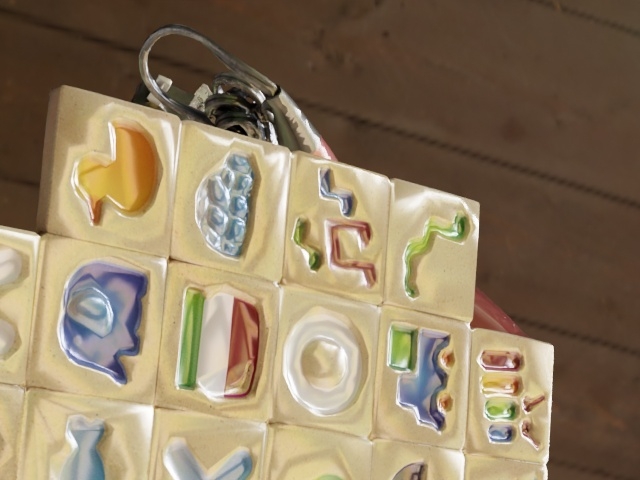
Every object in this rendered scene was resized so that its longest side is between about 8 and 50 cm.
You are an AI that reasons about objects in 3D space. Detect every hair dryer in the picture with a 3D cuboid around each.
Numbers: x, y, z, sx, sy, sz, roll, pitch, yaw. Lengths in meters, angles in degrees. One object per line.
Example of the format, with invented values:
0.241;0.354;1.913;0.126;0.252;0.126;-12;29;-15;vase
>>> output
0.000;0.000;0.970;0.293;0.223;0.080;36;-98;-8;hair dryer

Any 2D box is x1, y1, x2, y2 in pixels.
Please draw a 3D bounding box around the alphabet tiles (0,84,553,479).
-0.026;0.101;0.673;0.342;0.285;0.011;13;-14;-40;alphabet tiles
